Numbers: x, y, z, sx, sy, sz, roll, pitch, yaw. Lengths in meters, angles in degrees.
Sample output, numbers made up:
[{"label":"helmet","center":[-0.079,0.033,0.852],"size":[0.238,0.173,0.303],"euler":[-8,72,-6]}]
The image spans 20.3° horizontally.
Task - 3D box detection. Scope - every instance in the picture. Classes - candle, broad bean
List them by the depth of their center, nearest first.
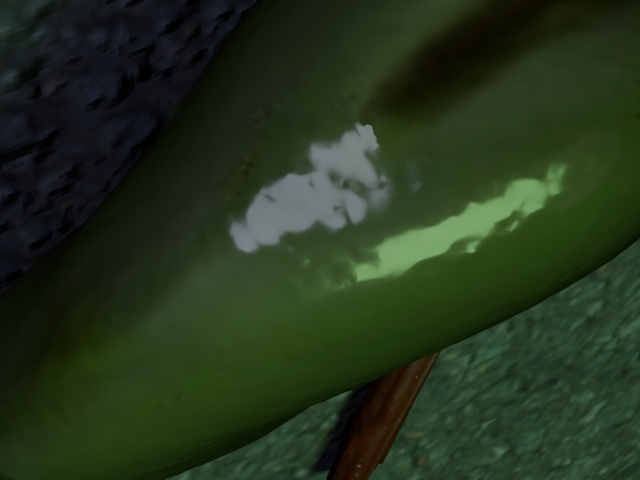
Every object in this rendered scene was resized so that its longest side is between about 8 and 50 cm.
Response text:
[{"label":"broad bean","center":[0.000,0.000,0.521],"size":[0.263,0.121,0.189],"euler":[-45,171,27]},{"label":"candle","center":[0.037,0.044,0.712],"size":[0.026,0.021,0.167],"euler":[-36,155,-53]}]
